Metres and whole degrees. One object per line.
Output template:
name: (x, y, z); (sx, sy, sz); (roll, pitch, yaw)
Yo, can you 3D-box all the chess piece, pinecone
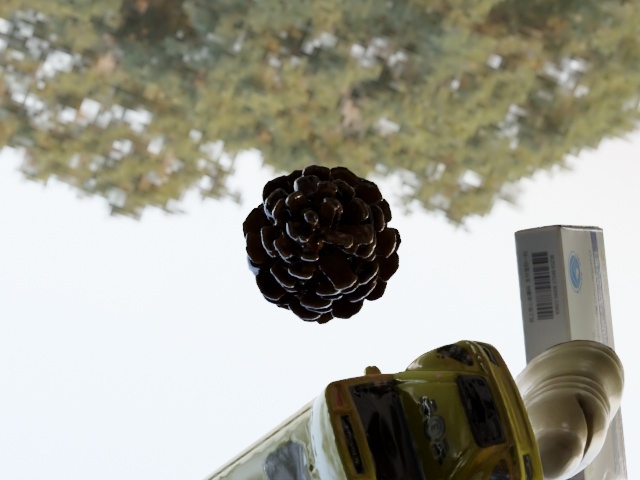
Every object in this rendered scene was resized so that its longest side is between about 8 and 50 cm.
chess piece: (0.253, 0.201, 1.681); (0.138, 0.124, 0.307); (-6, -173, 15)
pinecone: (0.000, 0.000, 1.539); (0.173, 0.174, 0.173); (22, -170, -4)

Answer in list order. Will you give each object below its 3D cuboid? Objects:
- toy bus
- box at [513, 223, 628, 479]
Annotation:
toy bus: (0.016, 0.206, 1.238); (0.151, 0.331, 0.145); (12, -129, -41)
box: (0.318, 0.154, 1.962); (0.065, 0.344, 0.200); (-7, 177, 26)
